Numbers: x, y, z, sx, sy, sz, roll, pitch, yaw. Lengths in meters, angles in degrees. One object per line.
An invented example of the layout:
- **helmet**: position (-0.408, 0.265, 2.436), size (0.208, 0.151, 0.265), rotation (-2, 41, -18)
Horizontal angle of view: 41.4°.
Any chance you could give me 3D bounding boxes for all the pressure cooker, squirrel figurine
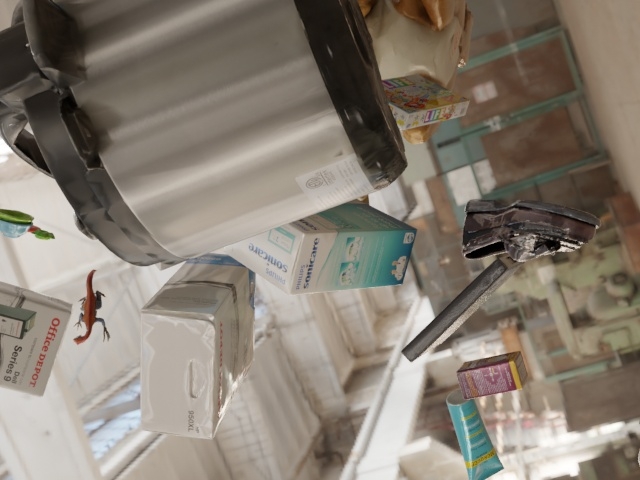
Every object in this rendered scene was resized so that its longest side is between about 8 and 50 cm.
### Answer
- **pressure cooker**: position (-0.147, -0.169, 0.967), size (0.375, 0.421, 0.369), rotation (-92, -21, -61)
- **squirrel figurine**: position (0.068, -0.379, 1.515), size (0.397, 0.371, 0.280), rotation (-47, -35, -57)

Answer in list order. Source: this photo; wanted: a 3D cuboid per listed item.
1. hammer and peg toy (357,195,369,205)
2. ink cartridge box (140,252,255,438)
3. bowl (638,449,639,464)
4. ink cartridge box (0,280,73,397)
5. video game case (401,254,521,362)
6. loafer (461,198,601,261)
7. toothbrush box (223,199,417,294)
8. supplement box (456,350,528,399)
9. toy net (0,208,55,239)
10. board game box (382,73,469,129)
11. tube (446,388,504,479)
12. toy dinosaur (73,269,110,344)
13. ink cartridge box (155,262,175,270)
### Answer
- **hammer and peg toy**: position (-0.023, -0.224, 1.883), size (0.127, 0.266, 0.361), rotation (132, 136, -64)
- **ink cartridge box**: position (-0.265, 0.220, 1.905), size (0.395, 0.166, 0.285), rotation (-64, -23, -72)
- **bowl**: position (0.568, 0.317, 1.290), size (0.053, 0.142, 0.142), rotation (16, -84, -65)
- **ink cartridge box**: position (-0.723, 0.204, 1.891), size (0.121, 0.289, 0.211), rotation (-161, 89, -74)
- **video game case**: position (0.303, 0.133, 1.761), size (0.035, 0.275, 0.248), rotation (47, -162, 14)
- **loafer**: position (0.297, -0.004, 1.240), size (0.302, 0.109, 0.095), rotation (-167, 95, -72)
- **toothbrush box**: position (0.000, 0.000, 1.622), size (0.296, 0.216, 0.126), rotation (-3, -67, -40)
- **supplement box**: position (0.236, 0.185, 1.163), size (0.055, 0.083, 0.043), rotation (-22, -85, -67)
- **toy net**: position (-0.603, -0.051, 1.581), size (0.122, 0.232, 0.045), rotation (0, -74, -58)
- **board game box**: position (0.132, -0.204, 1.236), size (0.154, 0.103, 0.026), rotation (-20, -46, -45)
- **tube**: position (0.305, 0.394, 1.691), size (0.052, 0.080, 0.207), rotation (-127, 14, -68)
- **toy dinosaur**: position (-0.319, 0.100, 1.148), size (0.082, 0.047, 0.090), rotation (-101, 1, -63)
- **ink cartridge box**: position (-0.302, -0.022, 1.910), size (0.115, 0.198, 0.067), rotation (46, 142, 29)
